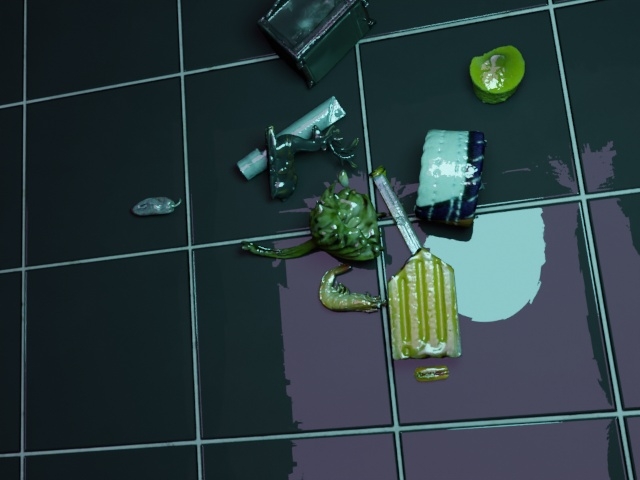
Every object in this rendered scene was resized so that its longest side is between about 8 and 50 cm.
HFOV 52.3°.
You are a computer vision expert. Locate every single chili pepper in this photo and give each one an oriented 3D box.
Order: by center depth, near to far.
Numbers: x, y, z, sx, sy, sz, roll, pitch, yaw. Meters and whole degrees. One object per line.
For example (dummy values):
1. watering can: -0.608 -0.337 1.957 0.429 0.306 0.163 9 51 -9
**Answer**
1. chili pepper: -0.450 -0.092 1.762 0.153 0.041 0.050 -2 37 12

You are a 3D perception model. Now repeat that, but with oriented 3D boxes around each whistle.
1. whistle: -0.078 -0.265 1.702 0.312 0.062 0.062 -33 75 4

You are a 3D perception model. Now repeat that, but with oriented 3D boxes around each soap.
1. soap: 0.241 0.146 1.536 0.160 0.080 0.258 -4 84 10

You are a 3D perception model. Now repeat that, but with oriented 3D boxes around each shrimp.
1. shrimp: 0.083 0.117 1.614 0.178 0.034 0.124 -2 73 17

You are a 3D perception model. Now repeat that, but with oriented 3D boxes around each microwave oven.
1. microwave oven: -0.011 -0.555 1.676 0.247 0.188 0.178 -45 75 1

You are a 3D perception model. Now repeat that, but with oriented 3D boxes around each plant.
1. plant: 0.003 -0.028 1.628 0.333 0.251 0.180 -14 52 46

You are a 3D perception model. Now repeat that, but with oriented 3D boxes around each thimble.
1. thimble: 0.305 -0.152 1.522 0.150 0.237 0.237 9 82 10

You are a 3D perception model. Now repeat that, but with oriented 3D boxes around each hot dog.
1. hot dog: 0.261 0.314 1.542 0.083 0.021 0.037 -11 77 9

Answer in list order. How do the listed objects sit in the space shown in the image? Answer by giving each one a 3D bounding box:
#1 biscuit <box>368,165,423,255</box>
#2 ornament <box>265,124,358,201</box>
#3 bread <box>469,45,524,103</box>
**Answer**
1. biscuit: 0.200 -0.054 1.620 0.048 0.026 0.292 -26 77 7
2. ornament: -0.017 -0.198 1.658 0.236 0.080 0.202 -5 116 -6
3. bread: 0.430 -0.397 1.589 0.129 0.114 0.111 -12 78 9
